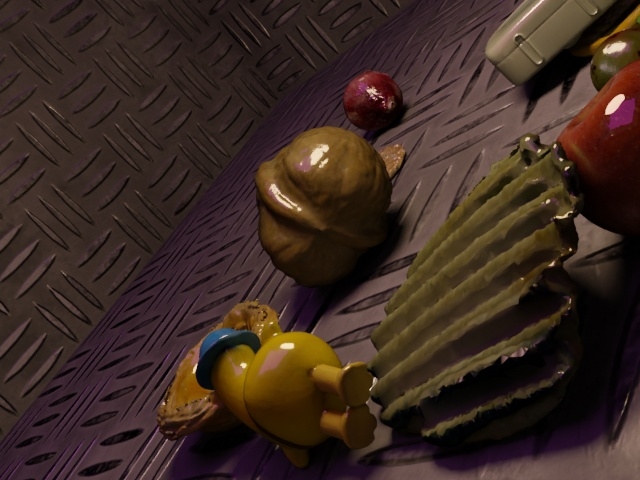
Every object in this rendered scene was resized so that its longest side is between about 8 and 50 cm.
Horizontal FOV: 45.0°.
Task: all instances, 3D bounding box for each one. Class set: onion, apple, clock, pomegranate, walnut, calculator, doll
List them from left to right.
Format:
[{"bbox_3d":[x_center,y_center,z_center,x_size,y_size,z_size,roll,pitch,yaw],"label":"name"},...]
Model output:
[{"bbox_3d":[-0.065,0.208,1.064,0.145,0.199,0.363,-5,2,-36],"label":"doll"},{"bbox_3d":[0.003,-0.067,1.448,0.282,0.253,0.277,-38,16,15],"label":"walnut"},{"bbox_3d":[0.149,-0.360,2.019,0.159,0.159,0.195,-46,29,-6],"label":"onion"},{"bbox_3d":[0.454,-0.440,1.490,0.265,0.108,0.324,-44,5,29],"label":"clock"},{"bbox_3d":[0.530,-0.385,1.376,0.146,0.032,0.235,-46,15,-7],"label":"calculator"},{"bbox_3d":[0.436,-0.217,1.073,0.129,0.129,0.159,-65,-17,-51],"label":"pomegranate"},{"bbox_3d":[0.360,-0.099,0.856,0.201,0.162,0.201,-49,-4,-4],"label":"apple"}]

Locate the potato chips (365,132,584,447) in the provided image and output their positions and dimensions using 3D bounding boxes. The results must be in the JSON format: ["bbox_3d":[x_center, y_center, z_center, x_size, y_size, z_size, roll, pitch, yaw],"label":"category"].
[{"bbox_3d":[0.171,0.072,0.914,0.429,0.070,0.358,-48,24,51],"label":"potato chips"}]

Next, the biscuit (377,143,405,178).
[{"bbox_3d":[0.108,-0.145,1.779,0.220,0.033,0.220,-38,19,16],"label":"biscuit"}]

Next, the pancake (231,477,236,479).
[{"bbox_3d":[-0.182,0.426,1.033,0.212,0.056,0.257,-36,9,0],"label":"pancake"}]

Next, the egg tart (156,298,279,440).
[{"bbox_3d":[-0.162,0.236,1.335,0.288,0.118,0.288,-37,19,15],"label":"egg tart"}]
